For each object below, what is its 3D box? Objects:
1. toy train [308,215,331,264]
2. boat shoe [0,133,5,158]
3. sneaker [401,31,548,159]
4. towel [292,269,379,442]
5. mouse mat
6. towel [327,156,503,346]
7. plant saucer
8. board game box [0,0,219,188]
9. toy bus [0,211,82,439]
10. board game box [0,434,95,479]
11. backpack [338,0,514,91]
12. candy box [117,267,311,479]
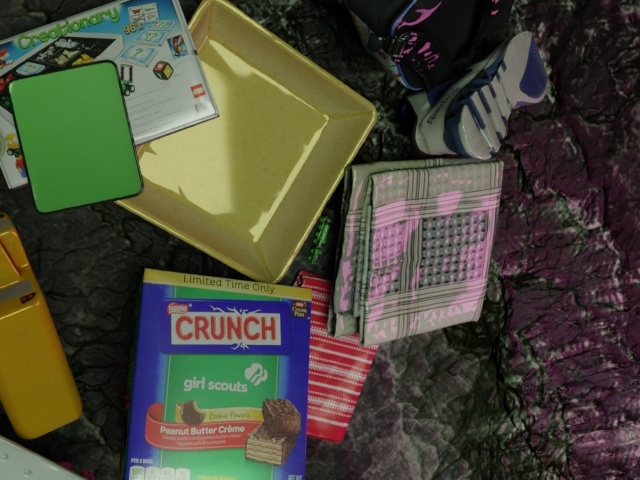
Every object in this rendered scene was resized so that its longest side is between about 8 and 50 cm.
[{"bbox_3d":[0.000,0.000,1.558,0.017,0.023,0.083,15,97,-25],"label":"toy train"},{"bbox_3d":[-0.514,-0.182,1.249,0.084,0.079,0.233,-34,89,-45],"label":"boat shoe"},{"bbox_3d":[0.236,-0.234,1.549,0.315,0.182,0.128,-46,121,-39],"label":"sneaker"},{"bbox_3d":[0.001,0.205,1.605,0.198,0.031,0.275,19,94,-26],"label":"towel"},{"bbox_3d":[-0.331,-0.139,1.272,0.152,0.007,0.190,-12,94,-4],"label":"mouse mat"},{"bbox_3d":[0.166,0.017,1.574,0.324,0.056,0.312,-6,114,-29],"label":"towel"},{"bbox_3d":[-0.128,-0.147,1.438,0.332,0.081,0.333,31,90,-26],"label":"plant saucer"},{"bbox_3d":[-0.314,-0.212,1.298,0.305,0.053,0.193,-19,95,-3],"label":"board game box"},{"bbox_3d":[-0.425,0.124,1.298,0.108,0.130,0.333,-21,139,-18],"label":"toy bus"},{"bbox_3d":[-0.584,0.400,1.346,0.390,0.050,0.390,36,101,-26],"label":"board game box"},{"bbox_3d":[0.155,-0.361,1.421,0.276,0.213,0.263,-39,153,-2],"label":"backpack"},{"bbox_3d":[-0.155,0.218,1.416,0.268,0.122,0.317,7,72,-18],"label":"candy box"}]
